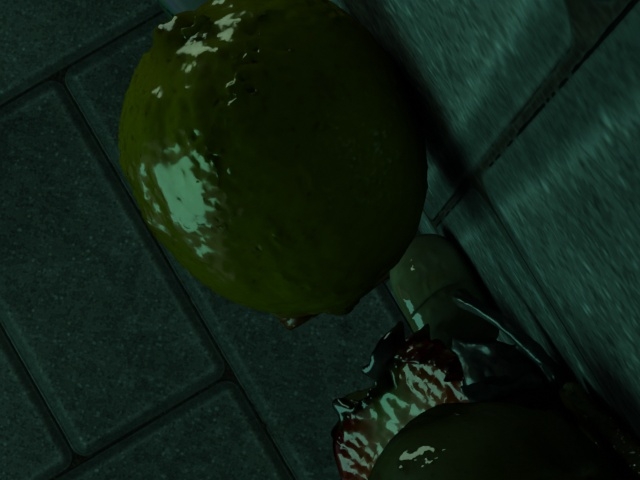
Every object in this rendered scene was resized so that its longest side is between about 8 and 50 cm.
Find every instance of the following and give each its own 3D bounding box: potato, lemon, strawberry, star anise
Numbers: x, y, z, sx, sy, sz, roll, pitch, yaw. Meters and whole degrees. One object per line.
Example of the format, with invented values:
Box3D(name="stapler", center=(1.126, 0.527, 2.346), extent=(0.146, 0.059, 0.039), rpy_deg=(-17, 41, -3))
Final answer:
Box3D(name="potato", center=(0.180, 0.268, 0.924), extent=(0.351, 0.202, 0.218), rpy_deg=(44, 159, 27))
Box3D(name="lemon", center=(-0.035, -0.074, 1.093), extent=(0.321, 0.268, 0.268), rpy_deg=(60, 179, -35))
Box3D(name="strawberry", center=(0.156, 0.245, 1.304), extent=(0.306, 0.233, 0.138), rpy_deg=(46, -145, 21))
Box3D(name="star anise", center=(0.191, 0.154, 1.131), extent=(0.231, 0.089, 0.209), rpy_deg=(59, -166, -12))

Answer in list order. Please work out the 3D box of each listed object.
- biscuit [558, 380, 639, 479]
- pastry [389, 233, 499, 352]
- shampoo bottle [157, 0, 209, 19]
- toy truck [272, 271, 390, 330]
Box3D(name="biscuit", center=(0.264, 0.207, 0.984), extent=(0.131, 0.026, 0.237), rpy_deg=(58, 179, -23))
Box3D(name="pastry", center=(0.137, 0.066, 1.408), extent=(0.156, 0.092, 0.156), rpy_deg=(-24, -90, -86))
Box3D(name="shampoo bottle", center=(-0.120, -0.305, 1.325), extent=(0.221, 0.151, 0.349), rpy_deg=(58, 179, 22))
Box3D(name="toy truck", center=(0.000, 0.000, 1.794), extent=(0.204, 0.288, 0.211), rpy_deg=(60, 154, 3))
